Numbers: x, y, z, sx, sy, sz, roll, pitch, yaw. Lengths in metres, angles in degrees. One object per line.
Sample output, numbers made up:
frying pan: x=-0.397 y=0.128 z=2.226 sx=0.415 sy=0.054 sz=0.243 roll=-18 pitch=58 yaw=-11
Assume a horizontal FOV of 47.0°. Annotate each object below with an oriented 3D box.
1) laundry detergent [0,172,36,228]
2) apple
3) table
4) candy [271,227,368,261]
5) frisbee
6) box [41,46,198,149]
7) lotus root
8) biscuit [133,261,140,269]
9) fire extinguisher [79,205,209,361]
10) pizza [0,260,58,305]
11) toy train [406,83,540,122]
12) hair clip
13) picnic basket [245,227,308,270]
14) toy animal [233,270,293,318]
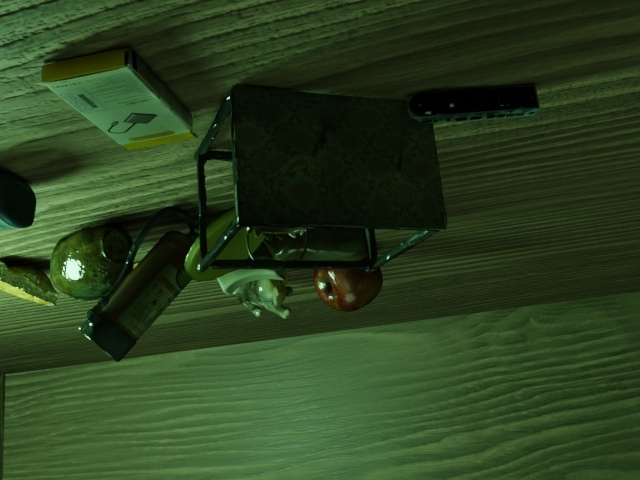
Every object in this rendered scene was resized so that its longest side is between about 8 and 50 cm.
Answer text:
laundry detergent: x=-0.680 y=-0.060 z=1.338 sx=0.289 sy=0.094 sz=0.143 roll=-4 pitch=171 yaw=7
apple: x=0.076 y=0.103 z=2.015 sx=0.168 sy=0.181 sz=0.181 roll=-23 pitch=174 yaw=-28
table: x=-0.015 y=-0.083 z=1.219 sx=0.335 sy=0.222 sz=0.272 roll=2 pitch=163 yaw=-22
candy: x=0.000 y=0.000 z=1.732 sx=0.234 sy=0.104 sz=0.102 roll=3 pitch=163 yaw=-29
frisbee: x=-0.193 y=0.004 z=1.595 sx=0.236 sy=0.017 sz=0.236 roll=-37 pitch=157 yaw=-18
box: x=-0.281 y=-0.198 z=1.068 sx=0.129 sy=0.033 sz=0.247 roll=-9 pitch=164 yaw=9
lotus root: x=-0.520 y=0.054 z=1.668 sx=0.160 sy=0.152 sz=0.275 roll=18 pitch=152 yaw=-32
biscuit: x=-0.463 y=0.083 z=1.976 sx=0.188 sy=0.052 sz=0.056 roll=-8 pitch=177 yaw=12
fire extinguisher: x=-0.356 y=0.074 z=1.578 sx=0.113 sy=0.376 sz=0.200 roll=36 pitch=162 yaw=14
pizza: x=-0.779 y=0.100 z=1.907 sx=0.188 sy=0.081 sz=0.204 roll=33 pitch=156 yaw=-29
toy train: x=0.238 y=-0.214 z=1.163 sx=0.207 sy=0.043 sz=0.047 roll=-5 pitch=164 yaw=-3
hair clip: x=-0.217 y=0.048 z=1.835 sx=0.172 sy=0.113 sz=0.282 roll=-16 pitch=165 yaw=13
picnic basket: x=-0.086 y=-0.026 z=1.474 sx=0.128 sy=0.179 sz=0.138 roll=-6 pitch=164 yaw=3
toy animal: x=-0.167 y=0.155 z=2.228 sx=0.168 sy=0.121 sz=0.233 roll=29 pitch=156 yaw=-36
